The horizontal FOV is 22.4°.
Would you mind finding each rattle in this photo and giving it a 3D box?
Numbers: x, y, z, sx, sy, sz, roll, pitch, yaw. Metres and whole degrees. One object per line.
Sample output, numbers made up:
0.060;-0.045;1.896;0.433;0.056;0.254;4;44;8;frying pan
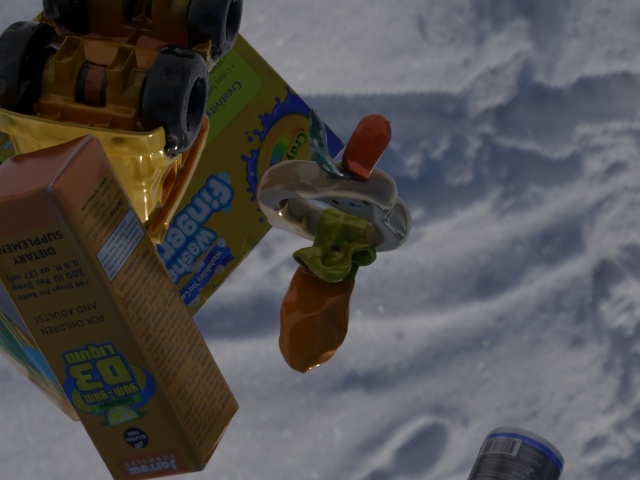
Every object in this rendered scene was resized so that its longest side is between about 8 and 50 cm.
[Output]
0.000;0.000;1.209;0.143;0.130;0.200;-55;-177;-18;rattle

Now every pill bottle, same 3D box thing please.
0.159;0.240;1.425;0.078;0.078;0.137;81;31;-50;pill bottle

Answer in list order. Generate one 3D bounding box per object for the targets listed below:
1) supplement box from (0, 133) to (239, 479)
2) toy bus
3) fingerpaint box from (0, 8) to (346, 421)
-0.143;0.051;1.085;0.078;0.080;0.233;-14;118;25;supplement box
-0.143;-0.098;1.242;0.149;0.220;0.211;10;139;13;toy bus
-0.255;-0.076;1.882;0.445;0.371;0.163;-50;-168;-23;fingerpaint box
